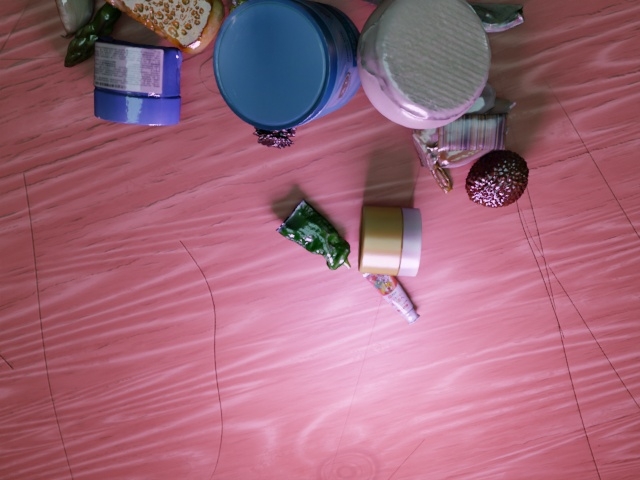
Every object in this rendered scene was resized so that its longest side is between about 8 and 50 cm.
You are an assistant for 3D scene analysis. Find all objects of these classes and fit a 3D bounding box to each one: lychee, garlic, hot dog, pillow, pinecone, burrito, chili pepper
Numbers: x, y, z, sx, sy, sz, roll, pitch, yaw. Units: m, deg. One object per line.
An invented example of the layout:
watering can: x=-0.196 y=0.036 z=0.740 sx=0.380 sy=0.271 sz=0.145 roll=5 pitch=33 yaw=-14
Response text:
lychee: x=0.537 y=-0.189 z=1.917 sx=0.188 sy=0.188 sz=0.188 roll=0 pitch=108 yaw=0
garlic: x=0.411 y=-0.374 z=1.886 sx=0.325 sy=0.132 sz=0.279 roll=-33 pitch=104 yaw=8
hot dog: x=-0.466 y=-0.701 z=1.745 sx=0.405 sy=0.223 sz=0.185 roll=31 pitch=107 yaw=-17
hot dog: x=0.385 y=-0.211 z=1.995 sx=0.044 sy=0.028 sz=0.137 roll=-33 pitch=103 yaw=3
garlic: x=-0.729 y=-0.696 z=1.805 sx=0.128 sy=0.115 sz=0.207 roll=-4 pitch=110 yaw=-5
pillow: x=0.444 y=-0.317 z=1.819 sx=0.203 sy=0.038 sz=0.113 roll=-1 pitch=111 yaw=3
pinecone: x=-0.140 y=-0.347 z=1.906 sx=0.140 sy=0.140 sz=0.121 roll=11 pitch=81 yaw=-3
burrito: x=0.451 y=-0.656 z=1.827 sx=0.308 sy=0.066 sz=0.096 roll=1 pitch=77 yaw=2
chili pepper: x=0.000 y=0.000 z=2.031 sx=0.270 sy=0.099 sz=0.136 roll=40 pitch=79 yaw=-5

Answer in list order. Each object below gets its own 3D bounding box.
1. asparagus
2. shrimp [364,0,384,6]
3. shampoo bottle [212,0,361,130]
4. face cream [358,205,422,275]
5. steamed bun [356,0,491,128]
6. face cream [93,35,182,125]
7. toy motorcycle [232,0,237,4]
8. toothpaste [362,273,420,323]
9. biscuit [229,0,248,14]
asparagus: x=-0.677 y=-0.607 z=1.835 sx=0.287 sy=0.080 sz=0.080 roll=-37 pitch=104 yaw=27
shrimp: x=0.169 y=-0.776 z=1.766 sx=0.445 sy=0.110 sz=0.221 roll=15 pitch=96 yaw=-2
shampoo bottle: x=-0.071 y=-0.490 z=1.706 sx=0.330 sy=0.342 sz=0.332 roll=6 pitch=109 yaw=19
face cream: x=0.215 y=0.001 z=1.963 sx=0.179 sy=0.218 sz=0.218 roll=3 pitch=108 yaw=0
steamed bun: x=0.271 y=-0.492 z=1.707 sx=0.373 sy=0.241 sz=0.375 roll=-1 pitch=94 yaw=-13
face cream: x=-0.529 y=-0.464 z=1.805 sx=0.248 sy=0.249 sz=0.225 roll=7 pitch=108 yaw=-2
toy motorcycle: x=-0.246 y=-0.802 z=1.787 sx=0.151 sy=0.074 sz=0.229 roll=-6 pitch=106 yaw=3
toothpaste: x=0.249 y=0.181 z=2.112 sx=0.089 sy=0.057 sz=0.234 roll=-37 pitch=96 yaw=12
biscuit: x=-0.231 y=-0.678 z=1.853 sx=0.083 sy=0.023 sz=0.084 roll=0 pitch=109 yaw=1
